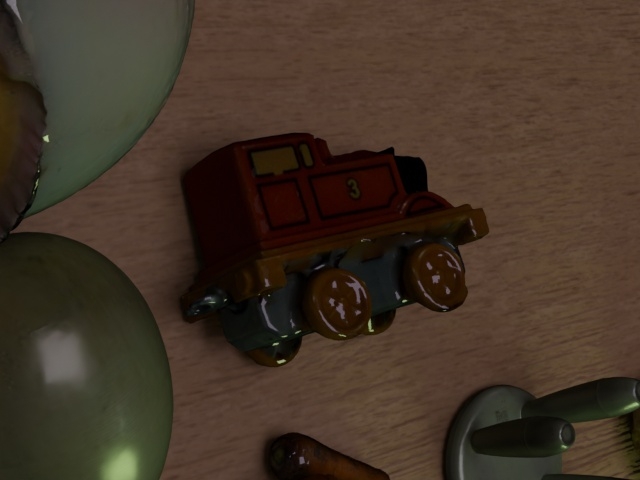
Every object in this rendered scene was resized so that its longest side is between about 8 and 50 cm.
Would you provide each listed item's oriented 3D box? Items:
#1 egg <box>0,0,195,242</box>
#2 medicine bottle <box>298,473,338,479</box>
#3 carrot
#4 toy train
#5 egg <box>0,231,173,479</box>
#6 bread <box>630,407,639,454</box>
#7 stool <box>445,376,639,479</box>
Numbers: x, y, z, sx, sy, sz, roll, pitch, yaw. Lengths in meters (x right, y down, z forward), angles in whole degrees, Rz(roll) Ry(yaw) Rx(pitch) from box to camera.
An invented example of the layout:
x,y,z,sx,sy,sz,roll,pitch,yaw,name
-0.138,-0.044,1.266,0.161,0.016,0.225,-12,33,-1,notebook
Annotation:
x,y,z,sx,sy,sz,roll,pitch,yaw,name
-0.256,-0.216,1.031,0.340,0.354,0.354,-46,113,-47,egg
0.041,0.388,1.307,0.157,0.157,0.289,-40,108,-35,medicine bottle
0.011,0.253,1.370,0.161,0.055,0.055,28,68,-39,carrot
0.000,0.000,1.327,0.369,0.163,0.232,-13,84,-39,toy train
-0.234,0.131,1.083,0.218,0.218,0.295,-45,125,-33,egg
0.521,0.311,1.721,0.152,0.130,0.268,-30,102,-32,bread
0.283,0.268,1.491,0.195,0.198,0.195,-19,96,-40,stool
